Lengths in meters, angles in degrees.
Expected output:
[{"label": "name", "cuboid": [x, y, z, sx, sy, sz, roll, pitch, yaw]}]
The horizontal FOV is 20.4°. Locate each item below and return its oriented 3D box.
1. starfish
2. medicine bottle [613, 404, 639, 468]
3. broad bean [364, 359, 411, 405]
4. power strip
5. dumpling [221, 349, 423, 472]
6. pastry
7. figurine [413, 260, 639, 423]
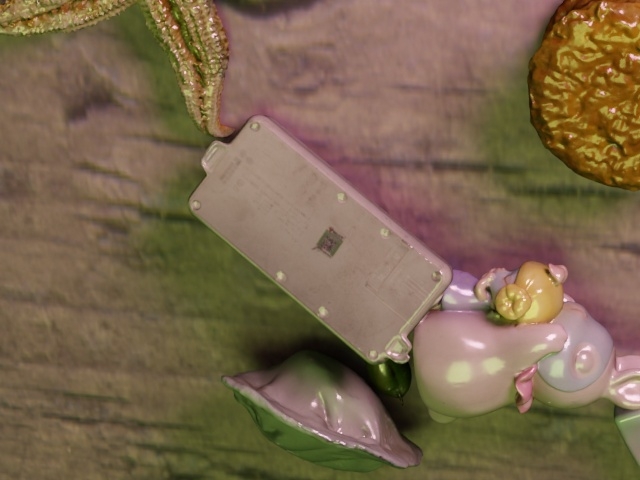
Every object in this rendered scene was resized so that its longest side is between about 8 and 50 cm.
[{"label": "starfish", "cuboid": [-0.155, -0.255, 1.559, 0.358, 0.078, 0.347, 31, 135, -21]}, {"label": "medicine bottle", "cuboid": [0.353, 0.171, 1.732, 0.118, 0.055, 0.074, -21, 113, 24]}, {"label": "broad bean", "cuboid": [0.024, 0.054, 1.733, 0.052, 0.052, 0.256, -21, 113, 32]}, {"label": "power strip", "cuboid": [0.000, 0.000, 1.655, 0.270, 0.046, 0.118, 40, 100, 8]}, {"label": "dumpling", "cuboid": [0.010, 0.165, 1.759, 0.219, 0.108, 0.152, 19, 160, -18]}, {"label": "pastry", "cuboid": [0.273, -0.139, 1.535, 0.188, 0.103, 0.189, 6, 121, 9]}, {"label": "figurine", "cuboid": [0.211, 0.095, 1.680, 0.235, 0.127, 0.155, -3, 95, 13]}]
